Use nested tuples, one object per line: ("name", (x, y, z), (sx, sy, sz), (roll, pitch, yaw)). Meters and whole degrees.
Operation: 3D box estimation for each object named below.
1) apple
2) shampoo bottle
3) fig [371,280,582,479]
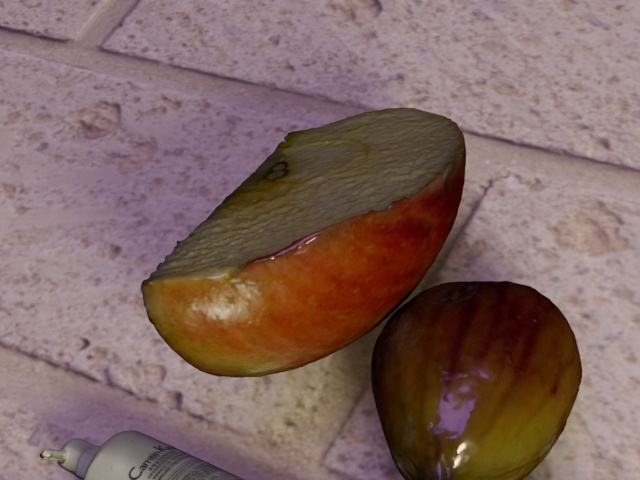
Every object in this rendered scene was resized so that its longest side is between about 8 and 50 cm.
("apple", (0.000, 0.000, 1.154), (0.179, 0.254, 0.346), (34, 34, 6))
("shampoo bottle", (-0.109, 0.219, 1.108), (0.262, 0.085, 0.085), (19, 56, 30))
("fig", (0.114, 0.146, 1.058), (0.170, 0.145, 0.274), (-3, 34, 15))
